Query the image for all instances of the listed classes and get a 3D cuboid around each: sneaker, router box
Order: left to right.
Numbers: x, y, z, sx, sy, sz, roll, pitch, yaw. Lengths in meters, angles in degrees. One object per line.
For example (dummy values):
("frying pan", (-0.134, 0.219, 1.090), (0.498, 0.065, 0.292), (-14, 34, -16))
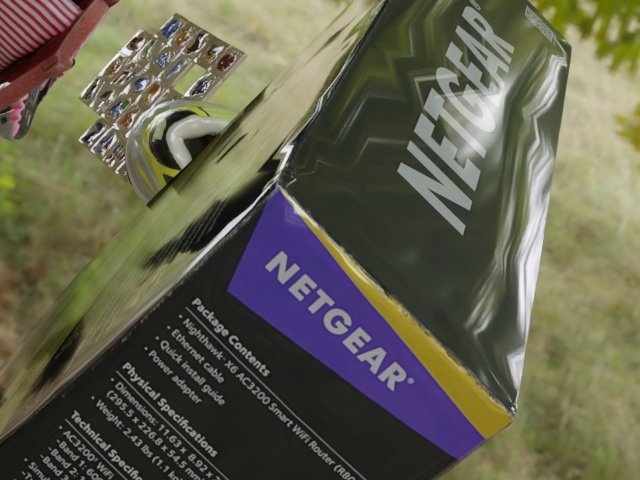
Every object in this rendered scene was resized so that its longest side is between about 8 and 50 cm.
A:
("sneaker", (-0.209, -0.130, 1.154), (0.047, 0.119, 0.057), (13, -2, 45))
("router box", (-0.035, 0.029, 0.517), (0.081, 0.243, 0.309), (44, 25, -8))
("sneaker", (0.000, 0.000, 1.359), (0.384, 0.145, 0.147), (25, -3, -7))

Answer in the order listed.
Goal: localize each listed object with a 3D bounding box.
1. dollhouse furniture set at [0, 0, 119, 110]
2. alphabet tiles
("dollhouse furniture set", (-0.151, -0.246, 0.919), (0.201, 0.152, 0.374), (45, -43, -19))
("alphabet tiles", (-0.204, -0.176, 1.805), (0.009, 0.198, 0.237), (44, -4, -36))
